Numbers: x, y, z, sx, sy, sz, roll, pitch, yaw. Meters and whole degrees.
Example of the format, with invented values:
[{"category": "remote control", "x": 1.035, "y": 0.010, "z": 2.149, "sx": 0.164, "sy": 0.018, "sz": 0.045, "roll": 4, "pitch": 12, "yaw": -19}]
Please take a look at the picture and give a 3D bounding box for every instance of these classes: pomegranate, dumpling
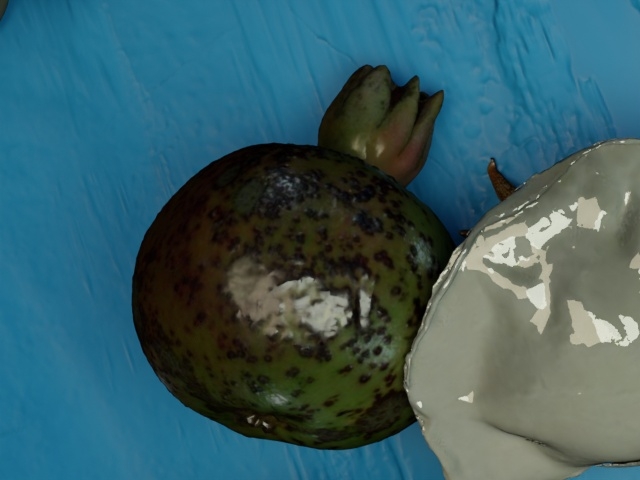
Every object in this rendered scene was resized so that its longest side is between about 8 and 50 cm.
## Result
[{"category": "pomegranate", "x": 0.000, "y": 0.000, "z": 1.337, "sx": 0.285, "sy": 0.285, "sz": 0.340, "roll": 14, "pitch": 67, "yaw": 20}, {"category": "dumpling", "x": 0.232, "y": 0.052, "z": 1.237, "sx": 0.341, "sy": 0.181, "sz": 0.260, "roll": -22, "pitch": 121, "yaw": 26}]

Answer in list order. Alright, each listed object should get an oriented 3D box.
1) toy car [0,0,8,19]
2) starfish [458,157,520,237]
[{"category": "toy car", "x": -0.322, "y": -0.290, "z": 1.437, "sx": 0.226, "sy": 0.242, "sz": 0.336, "roll": 40, "pitch": 104, "yaw": 12}, {"category": "starfish", "x": 0.184, "y": -0.022, "z": 1.357, "sx": 0.130, "sy": 0.041, "sz": 0.133, "roll": -43, "pitch": 78, "yaw": 17}]
